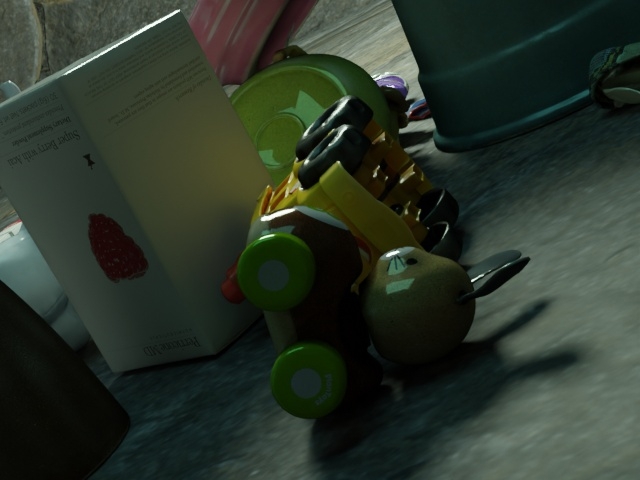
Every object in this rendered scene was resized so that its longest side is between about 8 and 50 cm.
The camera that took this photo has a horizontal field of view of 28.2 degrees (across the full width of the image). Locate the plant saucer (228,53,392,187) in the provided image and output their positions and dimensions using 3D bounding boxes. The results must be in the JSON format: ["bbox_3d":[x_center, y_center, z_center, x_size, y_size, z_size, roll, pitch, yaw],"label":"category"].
[{"bbox_3d":[-0.038,-0.102,1.398,0.241,0.241,0.037,-24,-28,21],"label":"plant saucer"}]

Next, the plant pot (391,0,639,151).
[{"bbox_3d":[0.208,-0.330,1.451,0.341,0.334,0.341,-27,13,7],"label":"plant pot"}]

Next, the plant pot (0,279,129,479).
[{"bbox_3d":[-0.317,0.117,1.104,0.215,0.230,0.215,-27,14,7],"label":"plant pot"}]

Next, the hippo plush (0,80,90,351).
[{"bbox_3d":[-0.273,0.026,1.426,0.234,0.294,0.236,20,65,23],"label":"hippo plush"}]

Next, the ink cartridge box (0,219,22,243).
[{"bbox_3d":[-0.485,0.034,2.024,0.056,0.099,0.135,-24,14,20],"label":"ink cartridge box"}]

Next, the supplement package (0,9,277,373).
[{"bbox_3d":[-0.172,-0.042,1.254,0.177,0.293,0.175,-15,19,45],"label":"supplement package"}]

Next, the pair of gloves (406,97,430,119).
[{"bbox_3d":[0.124,-0.167,1.674,0.198,0.023,0.159,-32,7,-38],"label":"pair of gloves"}]

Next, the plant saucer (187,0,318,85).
[{"bbox_3d":[-0.052,-0.312,1.536,0.332,0.084,0.332,-55,-1,-2],"label":"plant saucer"}]

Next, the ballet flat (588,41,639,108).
[{"bbox_3d":[0.331,-0.161,1.196,0.070,0.070,0.188,-39,15,-37],"label":"ballet flat"}]

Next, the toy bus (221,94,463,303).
[{"bbox_3d":[0.000,0.000,1.113,0.211,0.149,0.220,-39,13,14],"label":"toy bus"}]

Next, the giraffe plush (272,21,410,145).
[{"bbox_3d":[0.016,-0.140,1.543,0.170,0.210,0.181,17,8,4],"label":"giraffe plush"}]

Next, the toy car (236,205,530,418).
[{"bbox_3d":[0.052,0.031,0.897,0.188,0.149,0.155,-16,5,6],"label":"toy car"}]

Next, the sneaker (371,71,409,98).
[{"bbox_3d":[0.048,-0.194,1.855,0.170,0.068,0.071,-26,20,11],"label":"sneaker"}]
